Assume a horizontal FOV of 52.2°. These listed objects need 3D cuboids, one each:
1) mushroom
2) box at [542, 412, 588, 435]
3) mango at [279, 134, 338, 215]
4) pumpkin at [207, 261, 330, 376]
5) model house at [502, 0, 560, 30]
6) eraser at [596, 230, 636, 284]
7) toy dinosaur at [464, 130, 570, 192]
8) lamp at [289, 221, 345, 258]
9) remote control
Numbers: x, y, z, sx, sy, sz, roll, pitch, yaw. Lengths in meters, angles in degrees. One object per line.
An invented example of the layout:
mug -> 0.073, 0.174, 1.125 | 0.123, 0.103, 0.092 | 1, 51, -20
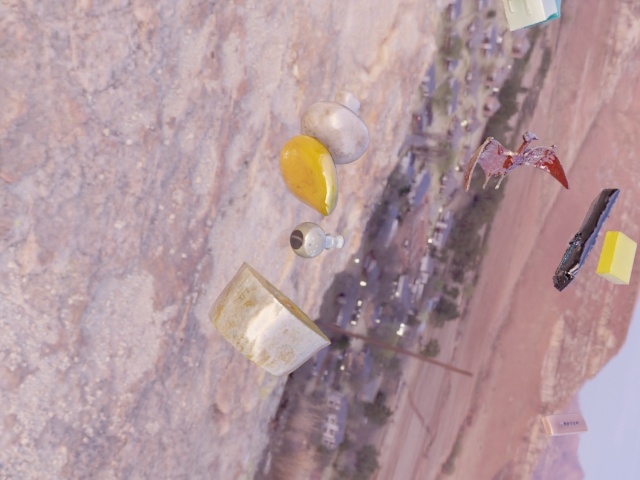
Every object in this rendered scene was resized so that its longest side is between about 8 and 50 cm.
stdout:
mushroom -> 0.060, -0.374, 2.109 | 0.243, 0.244, 0.243 | 12, 90, -67
box -> 0.566, 0.424, 1.506 | 0.025, 0.115, 0.048 | 133, -44, -53
mango -> -0.030, -0.194, 1.899 | 0.119, 0.316, 0.176 | 9, 127, -39
pumpkin -> -0.152, 0.234, 1.790 | 0.199, 0.332, 0.332 | -48, 155, 1
model house -> 0.533, -0.605, 1.635 | 0.149, 0.100, 0.127 | -29, 107, -42
eraser -> 0.796, 0.047, 1.753 | 0.097, 0.045, 0.122 | 23, 78, -32
toy dinosaur -> 0.504, -0.177, 1.666 | 0.327, 0.207, 0.112 | 21, 41, -48
lamp -> 0.000, 0.000, 1.640 | 0.163, 0.091, 0.090 | 1, 101, -43
remote control -> 0.854, -0.010, 2.112 | 0.398, 0.062, 0.144 | -53, 167, -26
